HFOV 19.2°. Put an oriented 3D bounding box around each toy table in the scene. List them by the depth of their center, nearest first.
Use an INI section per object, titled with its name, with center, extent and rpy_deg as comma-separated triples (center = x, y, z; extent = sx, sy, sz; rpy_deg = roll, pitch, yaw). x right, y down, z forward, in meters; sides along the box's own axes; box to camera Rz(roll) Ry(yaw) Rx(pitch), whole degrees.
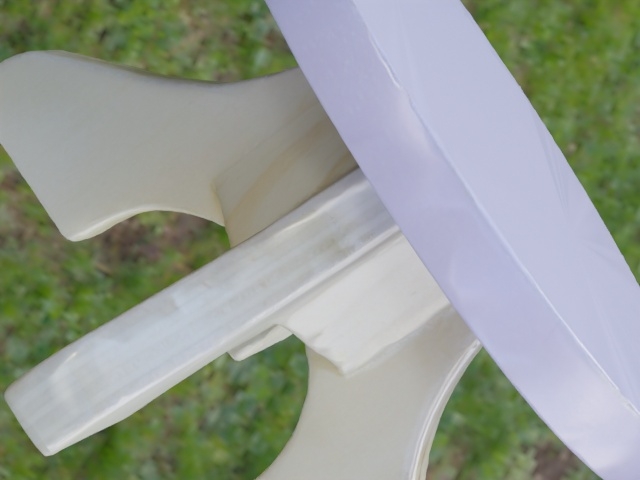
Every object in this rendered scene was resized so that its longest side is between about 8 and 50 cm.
[toy table]
center = 0.000, 0.000, 0.695
extent = 0.161, 0.274, 0.252
rpy_deg = -35, 164, 18
